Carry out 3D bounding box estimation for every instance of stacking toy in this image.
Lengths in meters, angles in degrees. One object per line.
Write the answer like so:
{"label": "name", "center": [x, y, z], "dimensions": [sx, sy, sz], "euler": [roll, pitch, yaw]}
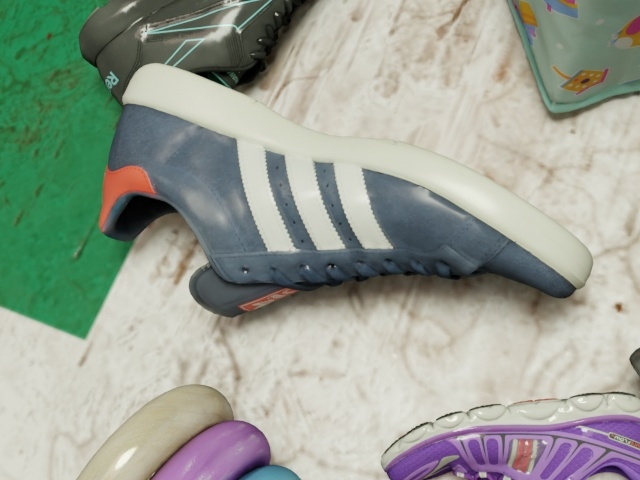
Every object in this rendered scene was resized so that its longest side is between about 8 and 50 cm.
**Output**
{"label": "stacking toy", "center": [0.008, 0.229, 0.463], "dimensions": [0.330, 0.141, 0.141], "euler": [34, 79, 19]}

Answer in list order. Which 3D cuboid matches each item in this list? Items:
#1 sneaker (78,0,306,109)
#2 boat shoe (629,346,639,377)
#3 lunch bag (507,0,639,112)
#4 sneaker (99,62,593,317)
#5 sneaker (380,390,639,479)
{"label": "sneaker", "center": [-0.062, -0.188, 0.683], "dimensions": [0.267, 0.101, 0.106], "euler": [-31, 82, 3]}
{"label": "boat shoe", "center": [0.252, 0.150, 0.470], "dimensions": [0.073, 0.080, 0.224], "euler": [-31, 75, 32]}
{"label": "lunch bag", "center": [0.200, -0.260, 0.566], "dimensions": [0.160, 0.223, 0.262], "euler": [-9, 64, 3]}
{"label": "sneaker", "center": [0.000, 0.000, 0.570], "dimensions": [0.350, 0.131, 0.148], "euler": [21, 87, 21]}
{"label": "sneaker", "center": [0.122, 0.136, 0.507], "dimensions": [0.169, 0.068, 0.071], "euler": [-9, 72, 9]}
